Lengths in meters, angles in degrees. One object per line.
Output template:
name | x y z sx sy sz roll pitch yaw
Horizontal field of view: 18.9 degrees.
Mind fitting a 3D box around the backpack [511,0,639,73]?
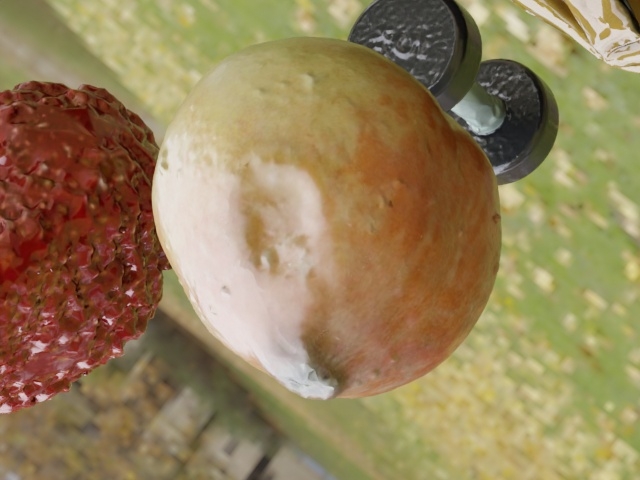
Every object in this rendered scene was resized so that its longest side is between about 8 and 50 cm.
backpack | 0.235 -0.307 1.305 0.378 0.353 0.201 50 -164 12

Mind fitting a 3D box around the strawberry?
strawberry | -0.222 0.021 1.419 0.261 0.261 0.258 41 -162 -46

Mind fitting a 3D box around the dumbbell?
dumbbell | 0.102 -0.114 1.447 0.100 0.100 0.191 35 -177 32

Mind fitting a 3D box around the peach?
peach | 0.000 0.000 1.109 0.232 0.232 0.232 37 176 3
